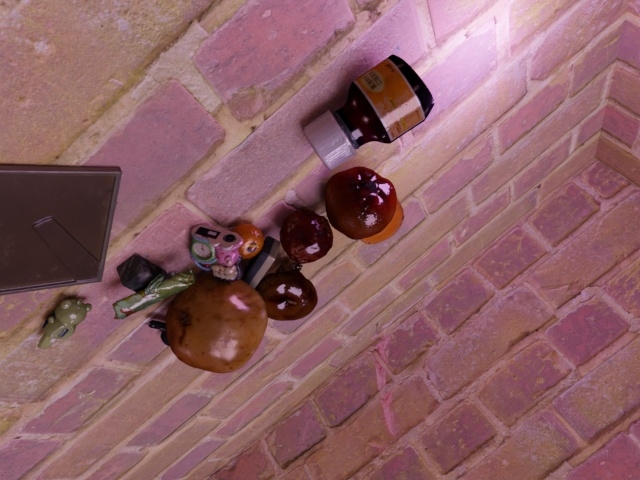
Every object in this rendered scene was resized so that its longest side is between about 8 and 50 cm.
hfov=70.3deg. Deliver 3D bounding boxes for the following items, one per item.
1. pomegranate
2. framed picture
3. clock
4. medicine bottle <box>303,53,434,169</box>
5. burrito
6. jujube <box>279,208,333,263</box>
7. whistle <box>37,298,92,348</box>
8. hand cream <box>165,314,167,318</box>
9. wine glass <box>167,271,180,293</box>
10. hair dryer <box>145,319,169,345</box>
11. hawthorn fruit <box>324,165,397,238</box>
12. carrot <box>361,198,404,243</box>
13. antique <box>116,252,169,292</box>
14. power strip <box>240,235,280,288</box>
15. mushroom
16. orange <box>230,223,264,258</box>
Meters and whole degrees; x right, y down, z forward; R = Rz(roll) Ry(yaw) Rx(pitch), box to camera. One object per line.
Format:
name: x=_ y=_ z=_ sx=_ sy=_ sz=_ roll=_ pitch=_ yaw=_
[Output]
pomegranate: x=-0.375 y=0.313 z=1.748 sx=0.411 sy=0.410 sz=0.409 roll=-26 pitch=146 yaw=-19
framed picture: x=-0.752 y=-0.020 z=1.263 sx=0.326 sy=0.028 sz=0.446 roll=-6 pitch=136 yaw=-41
clock: x=-0.365 y=0.052 z=1.600 sx=0.100 sy=0.194 sz=0.195 roll=-64 pitch=166 yaw=-49
medicine bottle: x=0.148 y=-0.395 z=1.478 sx=0.395 sy=0.242 sz=0.242 roll=-37 pitch=148 yaw=6
burrito: x=-0.559 y=0.170 z=1.510 sx=0.288 sy=0.054 sz=0.104 roll=-25 pitch=145 yaw=-16
jujube: x=-0.057 y=-0.018 z=1.766 sx=0.213 sy=0.213 sz=0.232 roll=-42 pitch=172 yaw=6
whistle: x=-0.845 y=0.271 z=1.487 sx=0.227 sy=0.085 sz=0.105 roll=-47 pitch=147 yaw=11
hand cream: x=-0.600 y=0.320 z=1.857 sx=0.030 sy=0.019 sz=0.093 roll=-39 pitch=150 yaw=6
wine glass: x=-0.528 y=0.150 z=1.649 sx=0.039 sy=0.083 sz=0.042 roll=-30 pitch=149 yaw=-4
hair dryer: x=-0.621 y=0.353 z=1.811 sx=0.124 sy=0.071 sz=0.219 roll=-35 pitch=150 yaw=8
hawthorn fruit: x=0.149 y=-0.145 z=1.777 sx=0.295 sy=0.294 sz=0.311 roll=-29 pitch=-179 yaw=-14
carrot: x=0.258 y=-0.109 z=2.087 sx=0.258 sy=0.100 sz=0.307 roll=-49 pitch=145 yaw=12
antique: x=-0.593 y=0.132 z=1.558 sx=0.086 sy=0.088 sz=0.183 roll=-37 pitch=148 yaw=0
power strip: x=-0.242 y=0.097 z=1.799 sx=0.070 sy=0.105 sz=0.256 roll=29 pitch=133 yaw=-13
mushroom: x=-0.145 y=0.226 z=1.930 sx=0.267 sy=0.267 sz=0.254 roll=-43 pitch=-172 yaw=8
orange: x=-0.280 y=0.001 z=1.677 sx=0.136 sy=0.118 sz=0.135 roll=-26 pitch=132 yaw=-34
